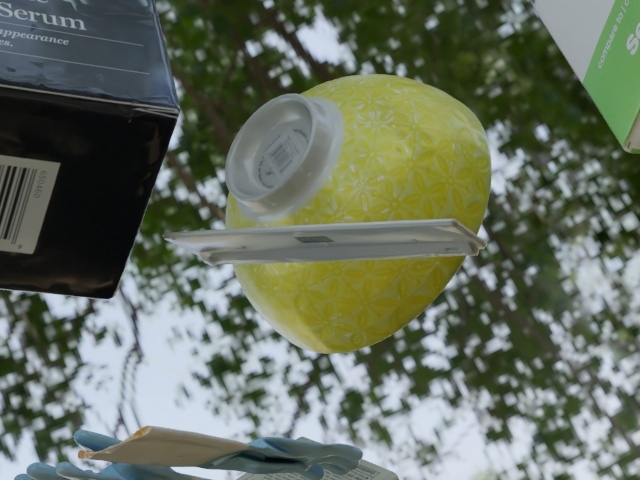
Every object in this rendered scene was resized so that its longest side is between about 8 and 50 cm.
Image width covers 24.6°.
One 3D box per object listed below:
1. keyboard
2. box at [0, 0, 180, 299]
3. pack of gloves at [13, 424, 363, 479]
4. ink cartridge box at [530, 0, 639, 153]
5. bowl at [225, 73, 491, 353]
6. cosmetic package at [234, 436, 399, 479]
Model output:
[{"bbox_3d":[0.000,0.000,1.162,0.256,0.014,0.072,-3,-22,27],"label":"keyboard"},{"bbox_3d":[-0.308,-0.169,1.238,0.294,0.395,0.212,6,-49,-23],"label":"box"},{"bbox_3d":[-0.097,0.158,1.098,0.232,0.046,0.195,14,-30,-42],"label":"pack of gloves"},{"bbox_3d":[0.229,-0.166,0.850,0.198,0.273,0.114,3,-51,-19],"label":"ink cartridge box"},{"bbox_3d":[0.003,-0.054,1.404,0.289,0.289,0.156,-37,-49,22],"label":"bowl"},{"bbox_3d":[-0.072,0.320,1.381,0.309,0.113,0.160,-30,25,-29],"label":"cosmetic package"}]
